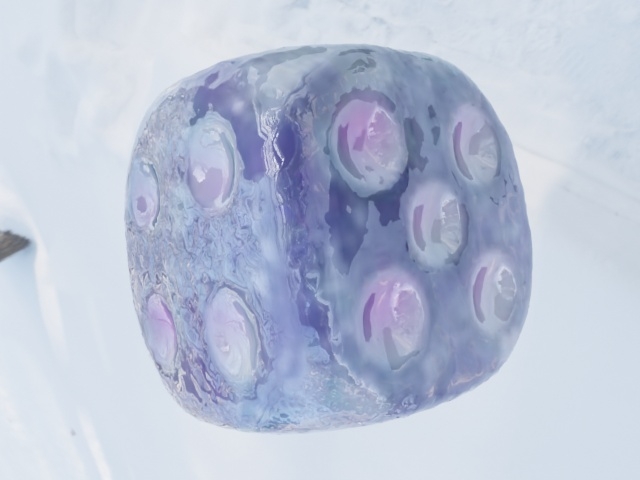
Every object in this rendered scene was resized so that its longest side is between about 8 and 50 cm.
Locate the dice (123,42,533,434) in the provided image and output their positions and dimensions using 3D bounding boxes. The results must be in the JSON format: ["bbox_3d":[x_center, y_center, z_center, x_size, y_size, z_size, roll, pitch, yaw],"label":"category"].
[{"bbox_3d":[0.000,0.000,0.523,0.270,0.270,0.271,-8,88,51],"label":"dice"}]
